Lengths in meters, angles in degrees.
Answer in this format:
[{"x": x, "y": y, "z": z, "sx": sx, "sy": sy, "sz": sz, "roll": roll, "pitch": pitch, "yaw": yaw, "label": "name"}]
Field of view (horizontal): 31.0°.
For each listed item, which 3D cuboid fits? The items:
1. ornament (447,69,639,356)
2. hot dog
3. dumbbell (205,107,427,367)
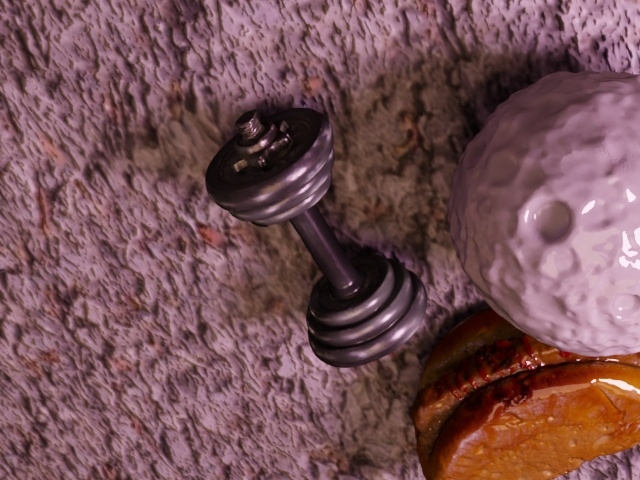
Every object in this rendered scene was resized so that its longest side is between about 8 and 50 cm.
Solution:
[{"x": 0.320, "y": -0.042, "z": 1.345, "sx": 0.337, "sy": 0.337, "sz": 0.337, "roll": 2, "pitch": 127, "yaw": 3, "label": "ornament"}, {"x": 0.288, "y": 0.211, "z": 1.627, "sx": 0.405, "sy": 0.185, "sz": 0.223, "roll": -28, "pitch": 121, "yaw": 22, "label": "hot dog"}, {"x": 0.000, "y": 0.000, "z": 1.496, "sx": 0.179, "sy": 0.179, "sz": 0.406, "roll": -20, "pitch": 122, "yaw": 18, "label": "dumbbell"}]
